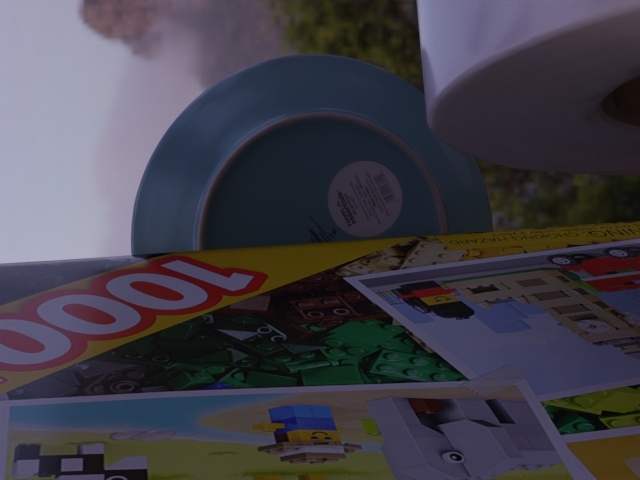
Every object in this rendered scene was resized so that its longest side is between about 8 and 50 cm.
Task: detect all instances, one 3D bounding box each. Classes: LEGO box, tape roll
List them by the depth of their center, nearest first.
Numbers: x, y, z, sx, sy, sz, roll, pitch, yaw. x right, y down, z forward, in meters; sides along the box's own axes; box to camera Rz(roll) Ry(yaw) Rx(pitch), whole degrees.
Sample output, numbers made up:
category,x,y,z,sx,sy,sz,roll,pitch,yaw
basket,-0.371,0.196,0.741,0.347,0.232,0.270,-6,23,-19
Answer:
category,x,y,z,sx,sy,sz,roll,pitch,yaw
tape roll,0.175,-0.103,0.600,0.286,0.286,0.100,102,164,-80
LEGO box,0.078,0.147,0.625,0.372,0.500,0.193,-129,38,-63

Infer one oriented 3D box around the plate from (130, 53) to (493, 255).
category,x,y,z,sx,sy,sz,roll,pitch,yaw
plate,0.000,0.000,0.788,0.024,0.188,0.188,-174,85,-78
